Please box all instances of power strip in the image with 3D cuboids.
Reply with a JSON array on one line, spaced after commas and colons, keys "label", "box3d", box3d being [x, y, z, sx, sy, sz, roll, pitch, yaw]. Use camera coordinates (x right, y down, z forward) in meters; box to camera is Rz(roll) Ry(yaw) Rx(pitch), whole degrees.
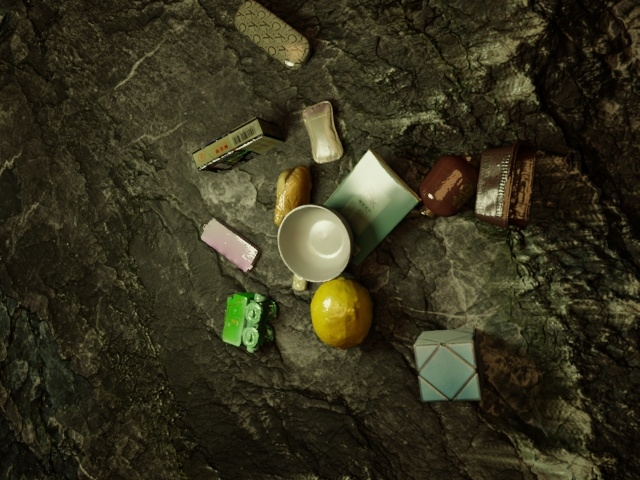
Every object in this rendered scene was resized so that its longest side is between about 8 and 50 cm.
[{"label": "power strip", "box3d": [-0.372, 0.015, 2.127, 0.279, 0.037, 0.109, 35, 103, 15]}]

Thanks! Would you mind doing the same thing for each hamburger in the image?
[{"label": "hamburger", "box3d": [-0.107, -0.163, 1.979, 0.124, 0.131, 0.261, 10, 101, 18]}]

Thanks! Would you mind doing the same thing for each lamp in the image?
[{"label": "lamp", "box3d": [0.444, -0.181, 1.768, 0.180, 0.180, 0.258, 39, 105, 13]}]

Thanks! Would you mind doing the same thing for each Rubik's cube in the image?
[{"label": "Rubik's cube", "box3d": [0.448, 0.427, 1.776, 0.205, 0.207, 0.204, -8, 90, 21]}]

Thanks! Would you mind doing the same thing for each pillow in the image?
[{"label": "pillow", "box3d": [0.007, -0.413, 1.972, 0.131, 0.038, 0.232, -13, 91, 22]}]

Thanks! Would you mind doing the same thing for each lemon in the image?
[{"label": "lemon", "box3d": [0.078, 0.267, 1.885, 0.234, 0.233, 0.288, 0, 104, 19]}]

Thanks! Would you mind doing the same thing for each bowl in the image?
[{"label": "bowl", "box3d": [0.000, 0.000, 1.897, 0.287, 0.144, 0.286, 5, 103, 23]}]

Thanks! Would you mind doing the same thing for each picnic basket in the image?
[{"label": "picnic basket", "box3d": [0.612, -0.182, 1.704, 0.129, 0.223, 0.296, 11, 97, 41]}]

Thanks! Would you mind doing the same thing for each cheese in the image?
[{"label": "cheese", "box3d": [-0.070, 0.102, 2.024, 0.065, 0.043, 0.193, 13, 98, 17]}]

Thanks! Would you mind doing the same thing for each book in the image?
[{"label": "book", "box3d": [0.158, -0.114, 1.876, 0.264, 0.031, 0.379, 49, 126, 10]}]

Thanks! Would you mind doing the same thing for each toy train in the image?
[{"label": "toy train", "box3d": [-0.288, 0.323, 2.071, 0.188, 0.132, 0.243, 14, 98, 26]}]

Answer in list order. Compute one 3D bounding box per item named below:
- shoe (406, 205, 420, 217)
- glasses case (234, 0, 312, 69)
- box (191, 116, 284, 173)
[{"label": "shoe", "box3d": [0.275, -0.102, 1.884, 0.195, 0.074, 0.077, 12, 108, 21]}, {"label": "glasses case", "box3d": [-0.187, -0.798, 1.993, 0.355, 0.085, 0.137, 40, 104, 14]}, {"label": "box", "box3d": [-0.320, -0.365, 2.003, 0.310, 0.198, 0.084, -24, 86, 19]}]
